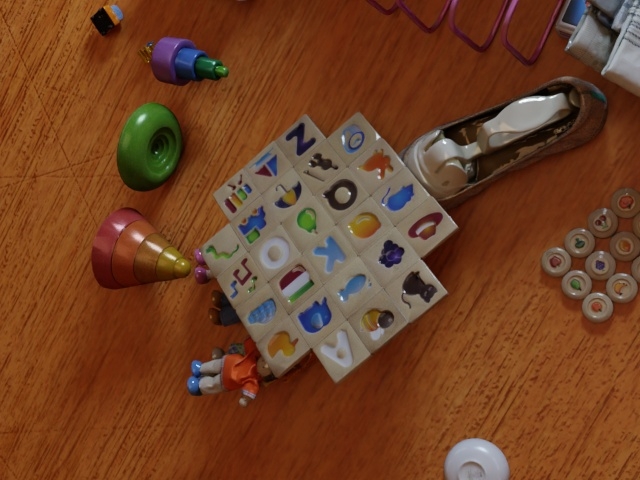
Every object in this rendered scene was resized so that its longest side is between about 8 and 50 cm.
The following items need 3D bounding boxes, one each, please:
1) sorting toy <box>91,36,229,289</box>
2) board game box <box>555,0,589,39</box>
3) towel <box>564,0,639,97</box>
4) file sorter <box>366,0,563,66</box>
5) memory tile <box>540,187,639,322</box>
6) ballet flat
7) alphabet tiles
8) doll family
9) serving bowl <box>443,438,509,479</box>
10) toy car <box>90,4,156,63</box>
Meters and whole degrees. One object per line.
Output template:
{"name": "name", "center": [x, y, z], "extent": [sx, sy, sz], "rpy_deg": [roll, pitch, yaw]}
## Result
{"name": "sorting toy", "center": [-0.202, -0.093, 1.283], "extent": [0.126, 0.127, 0.366], "rpy_deg": [17, 93, 25]}
{"name": "board game box", "center": [0.430, -0.356, 1.091], "extent": [0.193, 0.053, 0.305], "rpy_deg": [26, 96, 20]}
{"name": "towel", "center": [0.473, -0.268, 1.013], "extent": [0.324, 0.056, 0.312], "rpy_deg": [28, 96, 1]}
{"name": "file sorter", "center": [0.151, -0.350, 1.126], "extent": [0.290, 0.202, 0.182], "rpy_deg": [27, 99, 21]}
{"name": "memory tile", "center": [0.352, 0.018, 1.118], "extent": [0.148, 0.012, 0.113], "rpy_deg": [-43, 73, 14]}
{"name": "ballet flat", "center": [0.193, -0.118, 1.141], "extent": [0.316, 0.106, 0.108], "rpy_deg": [-27, 76, 18]}
{"name": "alphabet tiles", "center": [0.000, 0.000, 1.167], "extent": [0.285, 0.011, 0.342], "rpy_deg": [-40, 56, 7]}
{"name": "doll family", "center": [-0.074, 0.102, 1.246], "extent": [0.163, 0.118, 0.263], "rpy_deg": [-14, 63, 27]}
{"name": "serving bowl", "center": [0.192, 0.290, 1.155], "extent": [0.083, 0.027, 0.083], "rpy_deg": [-2, 86, 21]}
{"name": "toy car", "center": [-0.292, -0.308, 1.398], "extent": [0.122, 0.060, 0.040], "rpy_deg": [47, 59, 1]}
